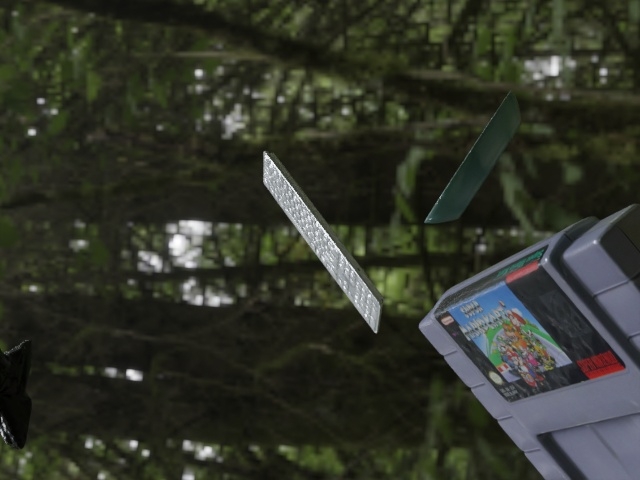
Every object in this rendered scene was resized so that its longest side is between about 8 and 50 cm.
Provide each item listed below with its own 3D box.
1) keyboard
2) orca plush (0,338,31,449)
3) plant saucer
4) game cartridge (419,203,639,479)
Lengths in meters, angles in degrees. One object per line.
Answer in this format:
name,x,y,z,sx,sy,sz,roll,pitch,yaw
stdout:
keyboard,0.000,0.000,1.682,0.014,0.256,0.072,-25,-28,-23
orca plush,-0.326,0.087,0.962,0.287,0.102,0.151,31,-98,-28
plant saucer,0.119,-0.058,1.047,0.119,0.021,0.119,-56,-4,-6
game cartridge,0.210,0.106,1.062,0.068,0.230,0.355,-45,2,-20
